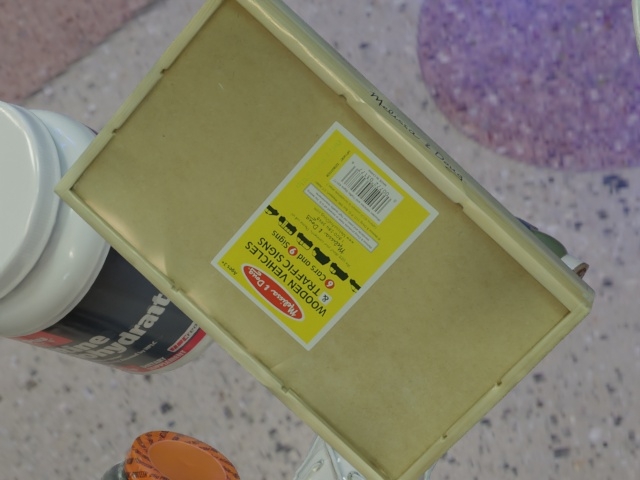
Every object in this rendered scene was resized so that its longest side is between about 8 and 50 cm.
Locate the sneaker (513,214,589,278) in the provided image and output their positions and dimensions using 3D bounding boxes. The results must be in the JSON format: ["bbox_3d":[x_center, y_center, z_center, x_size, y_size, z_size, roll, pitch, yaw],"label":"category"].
[{"bbox_3d":[0.155,0.030,1.223,0.086,0.192,0.064,40,76,11],"label":"sneaker"}]

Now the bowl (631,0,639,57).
[{"bbox_3d":[0.341,-0.157,0.843,0.311,0.163,0.311,-22,61,47],"label":"bowl"}]

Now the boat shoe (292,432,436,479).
[{"bbox_3d":[0.022,0.264,1.489,0.367,0.136,0.156,-48,17,-3],"label":"boat shoe"}]

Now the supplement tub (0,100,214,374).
[{"bbox_3d":[-0.209,0.001,1.307,0.191,0.272,0.191,-11,70,31],"label":"supplement tub"}]

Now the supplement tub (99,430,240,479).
[{"bbox_3d":[-0.140,0.254,1.221,0.117,0.117,0.190,36,112,31],"label":"supplement tub"}]

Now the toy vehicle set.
[{"bbox_3d":[0.000,0.000,0.859,0.267,0.035,0.166,43,112,-2],"label":"toy vehicle set"}]
